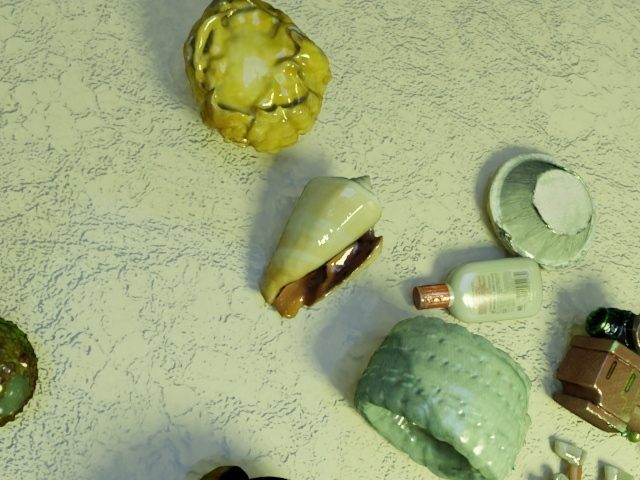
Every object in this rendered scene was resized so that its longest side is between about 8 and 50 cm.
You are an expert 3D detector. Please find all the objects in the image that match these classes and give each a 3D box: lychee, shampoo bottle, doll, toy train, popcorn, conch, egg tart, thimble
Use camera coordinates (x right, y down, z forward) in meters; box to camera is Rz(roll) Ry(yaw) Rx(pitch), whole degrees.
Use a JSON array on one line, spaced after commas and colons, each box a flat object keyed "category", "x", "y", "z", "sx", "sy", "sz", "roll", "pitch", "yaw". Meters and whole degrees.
[{"category": "lychee", "x": -0.450, "y": 0.169, "z": 0.735, "sx": 0.171, "sy": 0.171, "sz": 0.171, "roll": 4, "pitch": 74, "yaw": -14}, {"category": "shampoo bottle", "x": 0.269, "y": 0.088, "z": 0.995, "sx": 0.220, "sy": 0.051, "sz": 0.108, "roll": -5, "pitch": 96, "yaw": -9}, {"category": "doll", "x": 0.433, "y": 0.453, "z": 0.935, "sx": 0.183, "sy": 0.085, "sz": 0.217, "roll": 29, "pitch": 52, "yaw": -8}, {"category": "toy train", "x": 0.566, "y": 0.249, "z": 1.001, "sx": 0.304, "sy": 0.150, "sz": 0.222, "roll": 31, "pitch": 80, "yaw": -7}, {"category": "popcorn", "x": -0.096, "y": -0.260, "z": 0.930, "sx": 0.249, "sy": 0.190, "sz": 0.251, "roll": 4, "pitch": 78, "yaw": -20}, {"category": "conch", "x": -0.003, "y": -0.005, "z": 0.937, "sx": 0.255, "sy": 0.127, "sz": 0.158, "roll": -43, "pitch": 120, "yaw": 0}, {"category": "egg tart", "x": 0.417, "y": -0.059, "z": 1.064, "sx": 0.233, "sy": 0.094, "sz": 0.234, "roll": 5, "pitch": 72, "yaw": -16}, {"category": "thimble", "x": 0.186, "y": 0.235, "z": 0.860, "sx": 0.250, "sy": 0.205, "sz": 0.172, "roll": 32, "pitch": 62, "yaw": 13}]

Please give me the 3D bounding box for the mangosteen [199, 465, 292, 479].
[{"category": "mangosteen", "x": -0.108, "y": 0.419, "z": 0.724, "sx": 0.302, "sy": 0.275, "sz": 0.275, "roll": 26, "pitch": 66, "yaw": 28}]
